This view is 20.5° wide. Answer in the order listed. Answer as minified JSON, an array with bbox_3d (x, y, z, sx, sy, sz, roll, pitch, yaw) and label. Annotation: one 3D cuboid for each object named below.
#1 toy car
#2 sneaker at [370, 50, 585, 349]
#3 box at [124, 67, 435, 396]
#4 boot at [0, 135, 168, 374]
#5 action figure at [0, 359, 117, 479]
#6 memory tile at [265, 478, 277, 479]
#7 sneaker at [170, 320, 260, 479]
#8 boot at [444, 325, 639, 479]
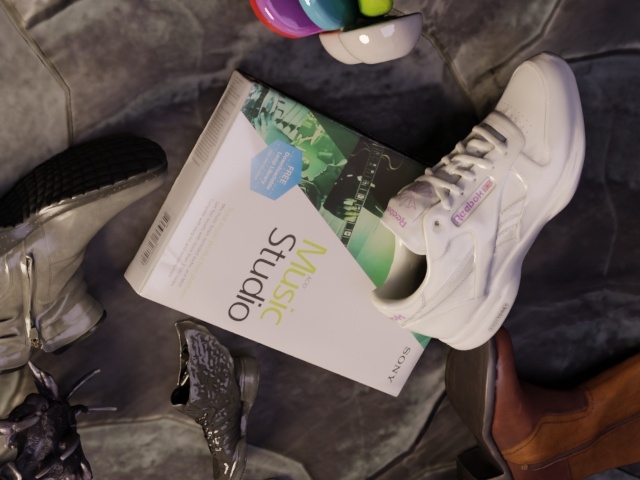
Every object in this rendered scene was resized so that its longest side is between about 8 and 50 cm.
[{"bbox_3d":[0.004,-0.231,1.572,0.136,0.182,0.159,-14,99,-10],"label":"toy car"},{"bbox_3d":[0.150,-0.041,1.687,0.152,0.114,0.305,16,102,-30],"label":"sneaker"},{"bbox_3d":[0.000,0.000,1.737,0.322,0.058,0.232,23,101,-31],"label":"box"},{"bbox_3d":[-0.234,0.015,1.642,0.246,0.083,0.161,-27,127,-4],"label":"boot"},{"bbox_3d":[-0.313,0.213,1.642,0.275,0.141,0.164,-48,139,-42],"label":"action figure"},{"bbox_3d":[-0.105,0.310,1.854,0.148,0.012,0.113,-9,115,-19],"label":"memory tile"},{"bbox_3d":[-0.113,0.166,1.768,0.089,0.051,0.170,5,105,-25],"label":"sneaker"},{"bbox_3d":[0.283,0.163,1.908,0.280,0.096,0.264,-18,118,-16],"label":"boot"}]
